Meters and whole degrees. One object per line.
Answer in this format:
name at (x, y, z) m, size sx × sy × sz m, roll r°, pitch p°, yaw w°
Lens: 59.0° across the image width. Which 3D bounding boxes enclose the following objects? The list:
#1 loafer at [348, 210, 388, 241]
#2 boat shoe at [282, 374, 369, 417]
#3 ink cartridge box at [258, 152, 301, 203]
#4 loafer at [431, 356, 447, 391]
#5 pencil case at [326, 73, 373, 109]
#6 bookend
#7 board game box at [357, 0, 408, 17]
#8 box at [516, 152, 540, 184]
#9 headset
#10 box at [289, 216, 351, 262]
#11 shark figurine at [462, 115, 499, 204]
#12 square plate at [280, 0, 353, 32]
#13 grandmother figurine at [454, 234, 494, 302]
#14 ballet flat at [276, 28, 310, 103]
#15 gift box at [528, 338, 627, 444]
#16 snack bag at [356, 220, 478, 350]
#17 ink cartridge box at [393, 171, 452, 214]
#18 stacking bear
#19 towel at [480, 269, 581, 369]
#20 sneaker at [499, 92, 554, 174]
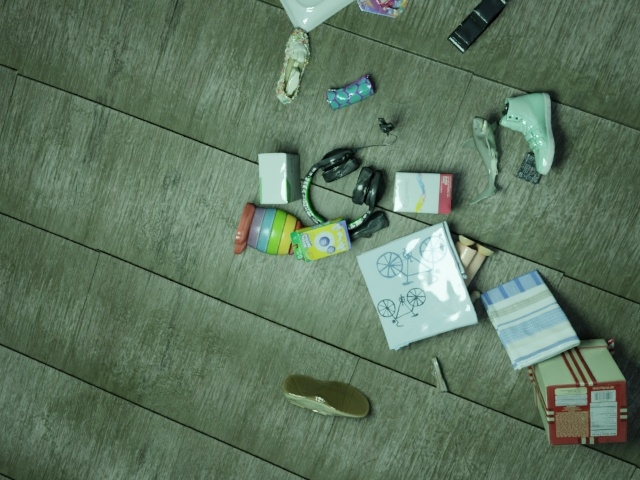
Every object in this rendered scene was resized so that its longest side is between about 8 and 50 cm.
loafer at (0.146, -0.028, 1.865) m, size 0.170 × 0.062 × 0.061 m, roll -31°, pitch 114°, yaw 13°
boat shoe at (0.017, 0.546, 1.941) m, size 0.302 × 0.109 × 0.098 m, roll 13°, pitch 138°, yaw 6°
ink cartridge box at (-0.126, -0.199, 1.806) m, size 0.093 × 0.212 × 0.154 m, roll 0°, pitch 98°, yaw 11°
loafer at (0.391, 0.453, 1.898) m, size 0.039 × 0.045 × 0.125 m, roll -19°, pitch 97°, yaw 17°
pencil case at (0.093, -0.473, 1.815) m, size 0.152 × 0.064 × 0.070 m, roll -19°, pitch 119°, yaw 9°
bookend at (0.465, -0.657, 1.694) m, size 0.072 × 0.156 × 0.157 m, roll 44°, pitch 101°, yaw 1°
board game box at (0.197, -0.773, 1.756) m, size 0.169 × 0.033 × 0.133 m, roll 10°, pitch 108°, yaw -8°
box at (0.667, -0.227, 1.787) m, size 0.067 × 0.018 × 0.083 m, roll 23°, pitch 99°, yaw 5°
headset at (0.102, -0.205, 1.785) m, size 0.243 × 0.185 × 0.394 m, roll 38°, pitch 100°, yaw 2°
box at (0.000, 0.000, 1.786) m, size 0.179 × 0.043 × 0.105 m, roll -16°, pitch 112°, yaw -4°
shark figurine at (0.502, -0.269, 1.783) m, size 0.116 × 0.166 × 0.278 m, roll 0°, pitch 117°, yaw 33°
square plate at (-0.007, -0.892, 1.787) m, size 0.347 × 0.049 × 0.344 m, roll -30°, pitch 92°, yaw 10°
grandmother figurine at (0.411, 0.153, 1.832) m, size 0.208 × 0.104 × 0.342 m, roll 28°, pitch 97°, yaw 13°
ballet flat at (-0.078, -0.556, 1.817) m, size 0.091 × 0.077 × 0.241 m, roll 8°, pitch 104°, yaw -25°
gift box at (0.788, 0.432, 1.726) m, size 0.255 × 0.258 × 0.276 m, roll -3°, pitch 110°, yaw 10°
snack bag at (0.312, 0.150, 1.809) m, size 0.323 × 0.037 × 0.342 m, roll -23°, pitch 81°, yaw 24°
ink cartridge box at (0.320, -0.151, 1.790) m, size 0.176 × 0.128 × 0.127 m, roll 3°, pitch 97°, yaw 7°
stacking bear at (-0.122, -0.015, 1.859) m, size 0.289 × 0.175 × 0.164 m, roll 15°, pitch 67°, yaw -4°
towel at (0.640, 0.240, 1.752) m, size 0.209 × 0.034 × 0.285 m, roll -25°, pitch 51°, yaw 10°
sneaker at (0.627, -0.323, 1.736) m, size 0.151 × 0.094 × 0.255 m, roll -3°, pitch 83°, yaw 3°
